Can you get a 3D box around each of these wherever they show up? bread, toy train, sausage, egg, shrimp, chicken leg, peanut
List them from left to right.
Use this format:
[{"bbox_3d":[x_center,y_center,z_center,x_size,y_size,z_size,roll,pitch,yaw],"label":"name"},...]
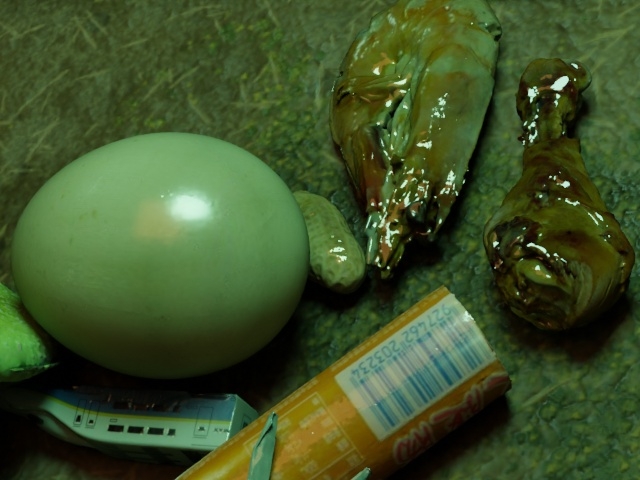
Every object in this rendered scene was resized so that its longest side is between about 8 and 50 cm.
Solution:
[{"bbox_3d":[-0.338,0.033,1.391,0.301,0.301,0.045,28,99,34],"label":"bread"},{"bbox_3d":[-0.163,0.141,1.390,0.233,0.052,0.051,1,64,24],"label":"toy train"},{"bbox_3d":[-0.127,0.011,1.373,0.253,0.188,0.189,1,59,34],"label":"egg"},{"bbox_3d":[-0.011,0.159,1.290,0.312,0.093,0.093,-36,52,-2],"label":"sausage"},{"bbox_3d":[0.000,0.000,1.414,0.054,0.054,0.113,-34,49,0],"label":"peanut"},{"bbox_3d":[0.066,-0.090,1.441,0.154,0.062,0.294,-10,48,28],"label":"shrimp"},{"bbox_3d":[0.178,-0.038,1.352,0.107,0.087,0.251,4,51,1],"label":"chicken leg"}]

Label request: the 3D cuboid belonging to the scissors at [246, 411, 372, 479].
[{"bbox_3d":[-0.059,0.246,1.230,0.144,0.017,0.248,29,87,6],"label":"scissors"}]
